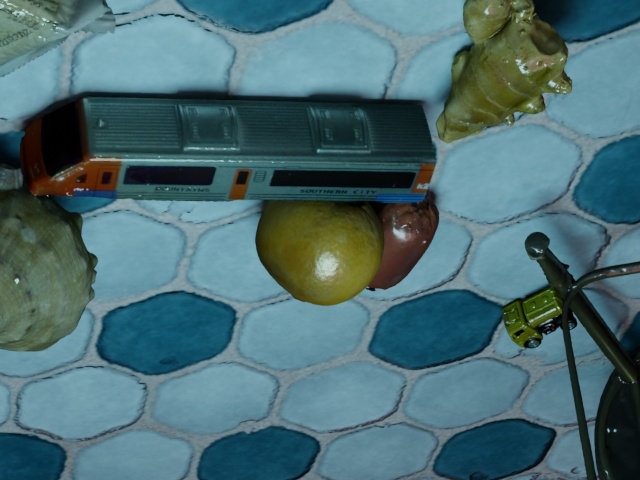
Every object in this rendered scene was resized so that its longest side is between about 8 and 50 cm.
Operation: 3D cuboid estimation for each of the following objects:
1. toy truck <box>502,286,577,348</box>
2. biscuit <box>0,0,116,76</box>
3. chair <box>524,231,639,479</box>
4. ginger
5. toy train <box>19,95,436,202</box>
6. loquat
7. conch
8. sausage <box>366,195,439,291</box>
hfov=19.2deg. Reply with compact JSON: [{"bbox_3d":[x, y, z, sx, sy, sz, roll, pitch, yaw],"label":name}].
[{"bbox_3d":[0.260,0.092,2.271,0.083,0.049,0.054,-29,140,22],"label":"toy truck"},{"bbox_3d":[-0.344,-0.231,1.606,0.186,0.079,0.309,-17,151,40],"label":"biscuit"},{"bbox_3d":[0.452,0.192,2.169,0.362,0.364,0.410,-10,161,7],"label":"chair"},{"bbox_3d":[0.183,-0.166,1.852,0.115,0.081,0.205,7,143,-5],"label":"ginger"},{"bbox_3d":[-0.090,-0.093,1.881,0.409,0.086,0.089,1,143,-16],"label":"toy train"},{"bbox_3d":[0.000,0.000,2.000,0.141,0.141,0.141,-7,145,-5],"label":"loquat"},{"bbox_3d":[-0.370,0.018,1.877,0.263,0.186,0.324,-4,173,12],"label":"conch"},{"bbox_3d":[0.079,0.002,2.076,0.076,0.076,0.141,8,141,-25],"label":"sausage"}]
